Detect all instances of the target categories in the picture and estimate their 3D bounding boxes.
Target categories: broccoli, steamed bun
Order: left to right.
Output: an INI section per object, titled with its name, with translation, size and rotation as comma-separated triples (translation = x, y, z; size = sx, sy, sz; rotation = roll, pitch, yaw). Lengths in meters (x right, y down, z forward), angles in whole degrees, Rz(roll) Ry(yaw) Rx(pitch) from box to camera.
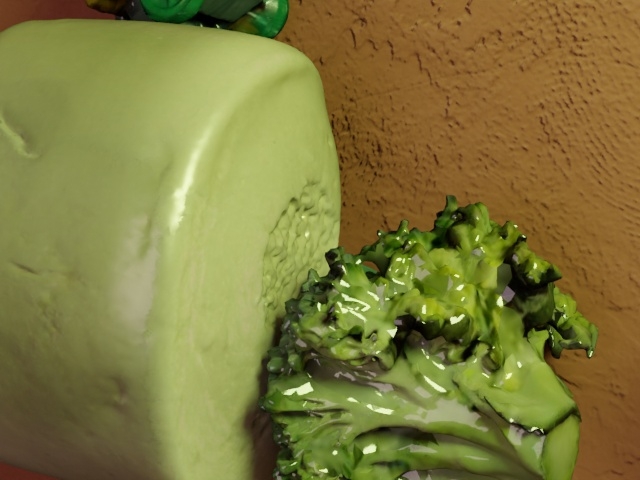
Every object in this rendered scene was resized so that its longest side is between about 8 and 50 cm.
[steamed bun]
translation = -0.200, 0.020, 1.151
size = 0.371, 0.290, 0.455
rotation = 8, 98, 23
[broccoli]
translation = 0.108, 0.134, 1.125
size = 0.272, 0.324, 0.334
rotation = 8, 114, 16

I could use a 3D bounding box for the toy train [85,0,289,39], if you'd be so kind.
[toy train]
translation = -0.085, -0.355, 1.229
size = 0.429, 0.178, 0.249
rotation = -32, 73, 27

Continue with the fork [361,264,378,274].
[fork]
translation = 0.001, 0.000, 1.328
size = 0.235, 0.021, 0.039
rotation = 43, 110, 15
